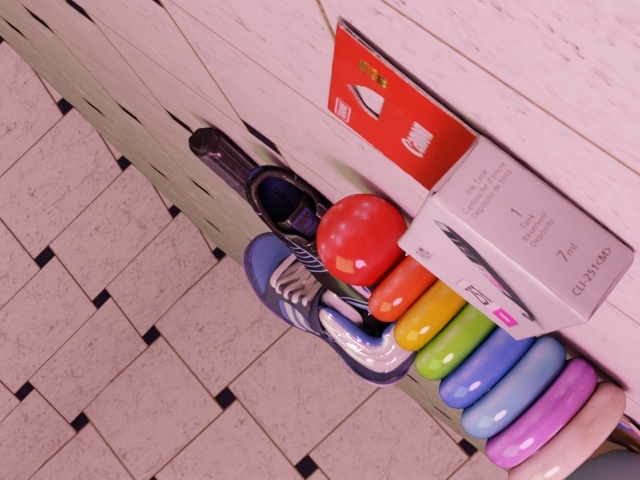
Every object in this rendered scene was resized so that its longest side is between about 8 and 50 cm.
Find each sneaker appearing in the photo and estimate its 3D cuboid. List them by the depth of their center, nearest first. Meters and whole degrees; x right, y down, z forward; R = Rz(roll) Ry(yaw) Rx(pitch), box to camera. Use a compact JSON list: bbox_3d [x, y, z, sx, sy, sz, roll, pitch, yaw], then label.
[{"bbox_3d":[0.000,0.000,1.641,0.232,0.081,0.090,41,-178,0],"label":"sneaker"},{"bbox_3d":[0.011,0.067,1.983,0.323,0.130,0.236,42,166,16],"label":"sneaker"}]

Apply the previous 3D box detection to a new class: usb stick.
[{"bbox_3d":[-0.070,-0.054,1.851,0.278,0.045,0.077,43,173,-34],"label":"usb stick"}]

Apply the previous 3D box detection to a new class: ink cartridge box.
[{"bbox_3d":[0.085,-0.029,0.993,0.239,0.060,0.275,38,174,3],"label":"ink cartridge box"}]

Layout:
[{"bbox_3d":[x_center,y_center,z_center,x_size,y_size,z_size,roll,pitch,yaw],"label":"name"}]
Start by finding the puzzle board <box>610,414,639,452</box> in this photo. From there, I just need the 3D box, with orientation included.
[{"bbox_3d":[0.323,0.201,1.502,0.096,0.011,0.128,43,173,-28],"label":"puzzle board"}]

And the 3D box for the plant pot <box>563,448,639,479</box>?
[{"bbox_3d":[0.329,0.340,1.488,0.290,0.195,0.290,30,168,7],"label":"plant pot"}]

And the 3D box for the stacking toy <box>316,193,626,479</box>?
[{"bbox_3d":[0.130,0.081,1.324,0.330,0.141,0.141,46,175,4],"label":"stacking toy"}]

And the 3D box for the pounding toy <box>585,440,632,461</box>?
[{"bbox_3d":[0.334,0.276,1.696,0.130,0.100,0.141,15,162,41],"label":"pounding toy"}]
